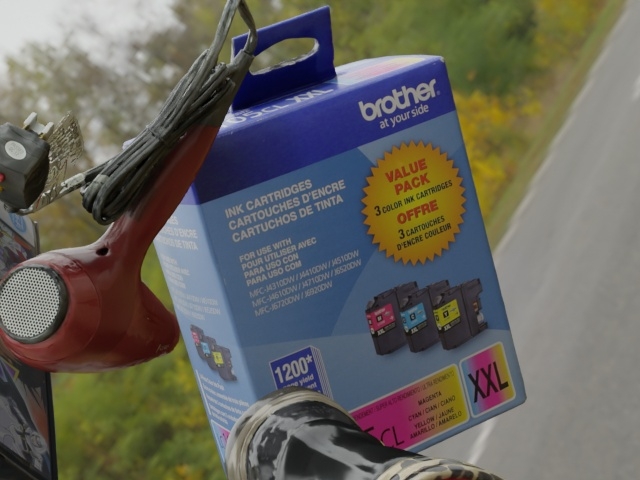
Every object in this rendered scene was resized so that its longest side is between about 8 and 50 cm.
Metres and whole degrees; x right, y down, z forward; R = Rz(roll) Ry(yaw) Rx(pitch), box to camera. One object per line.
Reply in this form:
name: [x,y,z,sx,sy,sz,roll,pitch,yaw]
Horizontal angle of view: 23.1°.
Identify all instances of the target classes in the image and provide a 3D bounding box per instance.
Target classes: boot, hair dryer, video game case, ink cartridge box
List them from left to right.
video game case: [-0.277,0.025,1.119,0.035,0.248,0.275,-26,47,13]
hair dryer: [-0.114,-0.002,1.015,0.223,0.080,0.293,-33,-26,-30]
ink cartridge box: [0.000,0.000,1.387,0.270,0.395,0.151,-22,13,-25]
boot: [0.099,0.267,1.024,0.138,0.377,0.284,-35,11,-17]
